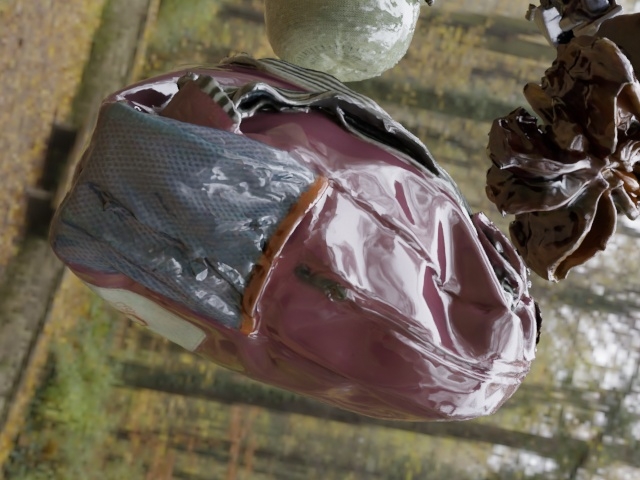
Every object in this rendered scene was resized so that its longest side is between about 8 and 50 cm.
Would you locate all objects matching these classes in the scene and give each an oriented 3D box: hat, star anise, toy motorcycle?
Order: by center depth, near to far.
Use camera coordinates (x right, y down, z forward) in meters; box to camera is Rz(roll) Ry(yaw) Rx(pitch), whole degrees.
[{"bbox_3d":[0.198,-0.077,0.932,0.190,0.126,0.220,-27,146,-52],"label":"star anise"},{"bbox_3d":[0.234,-0.175,1.055,0.122,0.080,0.215,58,5,13],"label":"toy motorcycle"},{"bbox_3d":[0.018,-0.221,1.146,0.257,0.257,0.130,117,-24,-71],"label":"hat"}]

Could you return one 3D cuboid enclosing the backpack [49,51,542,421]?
[{"bbox_3d":[0.000,0.000,0.795,0.283,0.317,0.197,-96,-150,-79],"label":"backpack"}]
